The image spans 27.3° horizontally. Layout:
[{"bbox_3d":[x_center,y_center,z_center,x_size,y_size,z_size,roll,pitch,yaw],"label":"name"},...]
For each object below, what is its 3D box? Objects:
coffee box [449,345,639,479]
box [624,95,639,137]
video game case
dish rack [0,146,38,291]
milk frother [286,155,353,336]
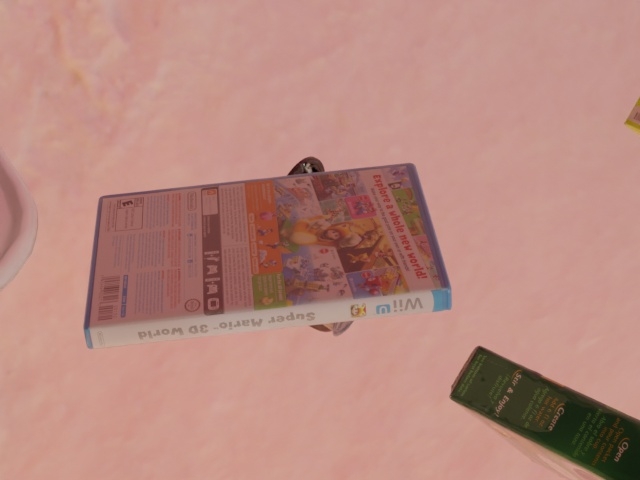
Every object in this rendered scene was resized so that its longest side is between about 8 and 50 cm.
[{"bbox_3d":[0.172,0.127,0.749,0.184,0.113,0.040,23,79,47],"label":"coffee box"},{"bbox_3d":[0.358,-0.119,1.225,0.042,0.178,0.109,33,94,38],"label":"box"},{"bbox_3d":[-0.028,0.004,0.640,0.166,0.119,0.015,-6,122,-2],"label":"video game case"},{"bbox_3d":[-0.248,-0.068,0.336,0.333,0.285,0.072,47,140,45],"label":"dish rack"},{"bbox_3d":[0.000,0.000,1.227,0.134,0.129,0.143,33,79,13],"label":"milk frother"}]
